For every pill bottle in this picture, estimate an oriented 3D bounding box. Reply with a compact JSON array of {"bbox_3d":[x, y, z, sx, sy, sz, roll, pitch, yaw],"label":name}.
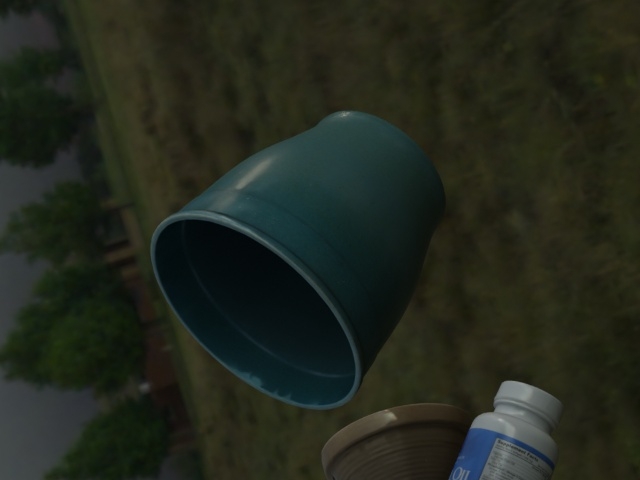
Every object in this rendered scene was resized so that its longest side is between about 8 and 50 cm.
[{"bbox_3d":[0.239,0.303,1.789,0.124,0.124,0.221,99,-164,-69],"label":"pill bottle"}]

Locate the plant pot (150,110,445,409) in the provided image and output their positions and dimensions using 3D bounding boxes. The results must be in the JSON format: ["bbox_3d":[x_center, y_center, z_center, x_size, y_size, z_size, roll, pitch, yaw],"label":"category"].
[{"bbox_3d":[0.000,0.000,1.491,0.271,0.255,0.272,28,145,22],"label":"plant pot"}]

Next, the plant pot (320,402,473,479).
[{"bbox_3d":[0.126,0.347,2.037,0.237,0.237,0.110,88,171,-57],"label":"plant pot"}]
